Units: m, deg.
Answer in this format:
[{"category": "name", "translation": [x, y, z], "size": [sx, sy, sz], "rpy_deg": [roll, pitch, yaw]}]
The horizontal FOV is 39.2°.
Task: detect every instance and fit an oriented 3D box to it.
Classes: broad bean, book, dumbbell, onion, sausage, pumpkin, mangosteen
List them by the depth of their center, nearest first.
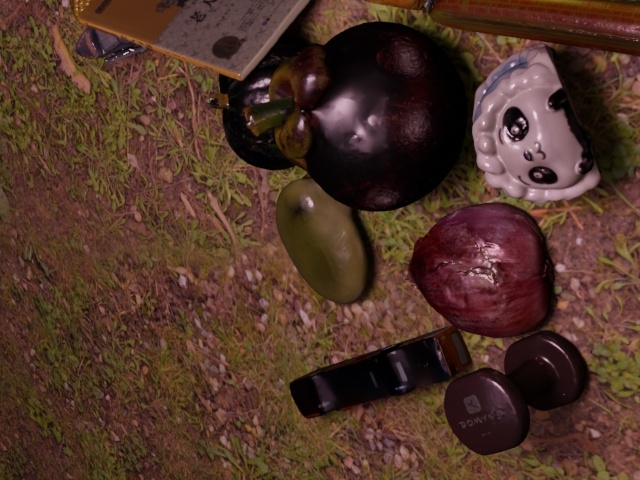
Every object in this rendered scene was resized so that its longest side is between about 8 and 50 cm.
[{"category": "sausage", "translation": [0.302, -0.321, 1.286], "size": [0.371, 0.082, 0.082], "rpy_deg": [20, 119, 37]}, {"category": "mangosteen", "translation": [0.074, -0.202, 1.378], "size": [0.297, 0.297, 0.313], "rpy_deg": [1, 150, 42]}, {"category": "dumbbell", "translation": [0.305, 0.234, 1.399], "size": [0.140, 0.225, 0.124], "rpy_deg": [-32, 81, 43]}, {"category": "onion", "translation": [0.232, 0.062, 1.472], "size": [0.283, 0.120, 0.227], "rpy_deg": [-8, 96, 44]}, {"category": "book", "translation": [-0.211, -0.427, 1.579], "size": [0.389, 0.269, 0.032], "rpy_deg": [23, 157, 28]}, {"category": "pumpkin", "translation": [-0.098, -0.248, 1.582], "size": [0.250, 0.216, 0.250], "rpy_deg": [179, 90, -72]}, {"category": "broad bean", "translation": [0.000, 0.000, 1.654], "size": [0.189, 0.121, 0.263], "rpy_deg": [-1, 108, 46]}]

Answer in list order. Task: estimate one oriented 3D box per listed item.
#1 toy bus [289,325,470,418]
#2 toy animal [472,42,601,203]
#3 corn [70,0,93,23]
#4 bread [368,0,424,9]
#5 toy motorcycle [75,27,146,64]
[{"category": "toy bus", "translation": [0.099, 0.254, 1.686], "size": [0.409, 0.092, 0.093], "rpy_deg": [-25, 87, 45]}, {"category": "toy animal", "translation": [0.291, -0.152, 1.266], "size": [0.156, 0.204, 0.208], "rpy_deg": [-23, 109, 21]}, {"category": "corn", "translation": [-0.462, -0.577, 1.847], "size": [0.101, 0.101, 0.310], "rpy_deg": [31, 125, 29]}, {"category": "bread", "translation": [0.073, -0.469, 1.381], "size": [0.235, 0.099, 0.210], "rpy_deg": [29, 133, 17]}, {"category": "toy motorcycle", "translation": [-0.342, -0.424, 1.751], "size": [0.307, 0.173, 0.108], "rpy_deg": [-12, 100, 42]}]
